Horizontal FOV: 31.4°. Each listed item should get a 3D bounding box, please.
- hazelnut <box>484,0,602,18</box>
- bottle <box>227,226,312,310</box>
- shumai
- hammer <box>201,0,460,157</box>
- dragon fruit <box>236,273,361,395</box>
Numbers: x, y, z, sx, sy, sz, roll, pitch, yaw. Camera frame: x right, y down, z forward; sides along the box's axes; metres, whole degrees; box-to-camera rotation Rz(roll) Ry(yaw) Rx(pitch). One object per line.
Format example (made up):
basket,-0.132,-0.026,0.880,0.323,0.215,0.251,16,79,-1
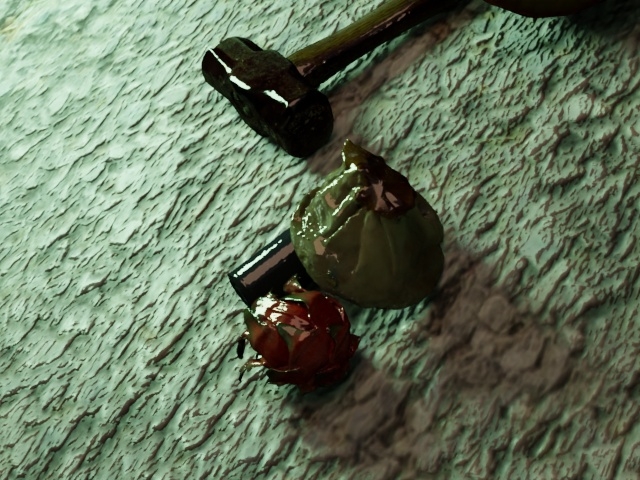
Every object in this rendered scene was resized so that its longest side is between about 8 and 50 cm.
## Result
hazelnut,0.311,-0.470,1.550,0.366,0.365,0.365,-12,47,13
bottle,0.000,0.000,1.435,0.244,0.072,0.082,-39,39,-12
shumai,0.073,-0.023,1.336,0.201,0.120,0.201,10,60,-17
hammer,0.047,-0.298,1.672,0.409,0.095,0.242,-34,46,-11
dragon fruit,-0.025,0.112,1.323,0.142,0.121,0.130,15,21,13
